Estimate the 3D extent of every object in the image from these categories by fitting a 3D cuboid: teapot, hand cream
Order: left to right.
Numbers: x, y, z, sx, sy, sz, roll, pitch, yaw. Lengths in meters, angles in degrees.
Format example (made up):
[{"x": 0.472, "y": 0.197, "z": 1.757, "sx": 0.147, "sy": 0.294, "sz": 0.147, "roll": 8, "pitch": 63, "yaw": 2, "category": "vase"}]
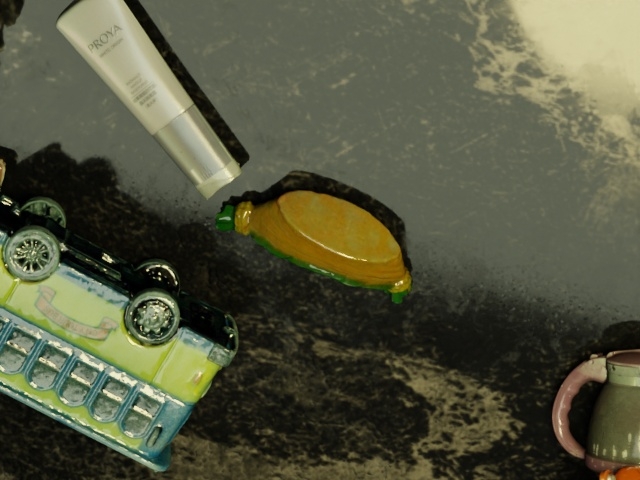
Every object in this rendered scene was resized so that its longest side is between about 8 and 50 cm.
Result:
[{"x": -0.179, "y": -0.159, "z": 1.950, "sx": 0.079, "sy": 0.048, "sz": 0.255, "roll": -36, "pitch": 99, "yaw": 15, "category": "hand cream"}, {"x": 0.338, "y": 0.188, "z": 1.987, "sx": 0.116, "sy": 0.148, "sz": 0.146, "roll": 0, "pitch": 94, "yaw": -32, "category": "teapot"}]

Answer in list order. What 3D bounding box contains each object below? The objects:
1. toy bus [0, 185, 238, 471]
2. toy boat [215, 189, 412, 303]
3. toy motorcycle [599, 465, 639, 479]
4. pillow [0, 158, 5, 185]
[{"x": -0.260, "y": 0.092, "z": 1.956, "sx": 0.312, "sy": 0.152, "sz": 0.190, "roll": 29, "pitch": 100, "yaw": -12, "category": "toy bus"}, {"x": 0.000, "y": 0.000, "z": 1.972, "sx": 0.229, "sy": 0.089, "sz": 0.088, "roll": 24, "pitch": 145, "yaw": -2, "category": "toy boat"}, {"x": 0.289, "y": 0.341, "z": 1.946, "sx": 0.326, "sy": 0.221, "sz": 0.147, "roll": -27, "pitch": 61, "yaw": 36, "category": "toy motorcycle"}, {"x": -0.429, "y": -0.004, "z": 2.019, "sx": 0.126, "sy": 0.043, "sz": 0.232, "roll": 16, "pitch": 105, "yaw": 0, "category": "pillow"}]
